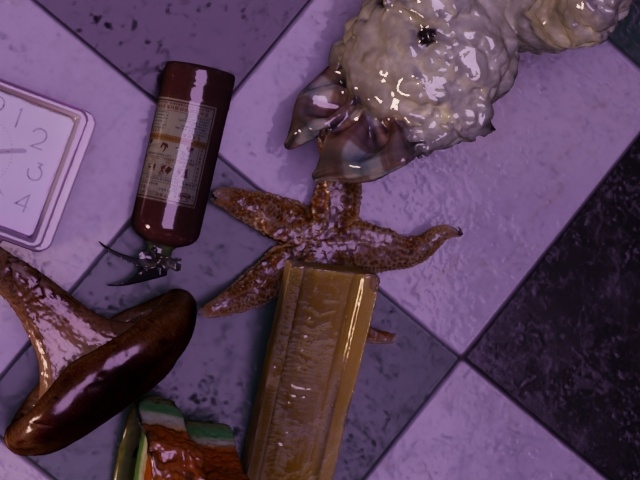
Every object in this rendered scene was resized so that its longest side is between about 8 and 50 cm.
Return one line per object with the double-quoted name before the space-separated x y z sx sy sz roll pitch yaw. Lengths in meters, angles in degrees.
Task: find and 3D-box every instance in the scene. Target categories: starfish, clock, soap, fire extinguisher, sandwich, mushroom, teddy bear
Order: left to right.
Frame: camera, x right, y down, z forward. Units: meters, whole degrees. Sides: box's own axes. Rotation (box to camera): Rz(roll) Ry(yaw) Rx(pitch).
"clock" -0.331 -0.085 1.744 0.197 0.063 0.150 21 87 -10
"mushroom" -0.249 0.069 1.721 0.227 0.148 0.217 -38 100 -14
"fire extinguisher" -0.154 -0.061 1.780 0.099 0.071 0.231 14 90 17
"sandwich" -0.129 0.292 1.731 0.109 0.212 0.292 3 77 -25
"soap" -0.012 0.140 1.785 0.092 0.037 0.252 9 108 -12
"starfish" 0.000 0.000 1.808 0.277 0.062 0.236 -17 94 -5
"teddy bear" 0.140 -0.268 1.710 0.362 0.327 0.375 -20 134 -26
